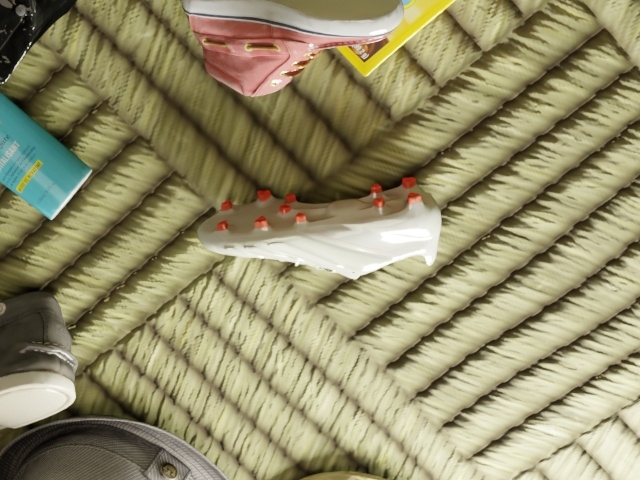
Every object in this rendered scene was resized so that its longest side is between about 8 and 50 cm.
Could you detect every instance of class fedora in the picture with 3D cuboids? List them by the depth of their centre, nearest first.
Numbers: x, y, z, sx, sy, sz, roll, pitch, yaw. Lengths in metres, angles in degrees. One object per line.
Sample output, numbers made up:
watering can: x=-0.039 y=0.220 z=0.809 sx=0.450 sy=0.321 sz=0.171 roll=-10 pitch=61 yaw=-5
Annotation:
fedora: x=-0.190 y=0.291 z=1.108 sx=0.244 sy=0.124 sz=0.275 roll=-37 pitch=101 yaw=20

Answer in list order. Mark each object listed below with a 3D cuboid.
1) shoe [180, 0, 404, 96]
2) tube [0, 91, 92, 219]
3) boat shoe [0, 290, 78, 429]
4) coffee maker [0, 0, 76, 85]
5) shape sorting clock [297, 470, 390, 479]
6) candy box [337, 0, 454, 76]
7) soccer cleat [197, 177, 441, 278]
shoe: x=-0.017 y=-0.149 z=0.891 sx=0.178 sy=0.063 sz=0.081 roll=11 pitch=137 yaw=27
tube: x=-0.278 y=-0.101 z=0.977 sx=0.207 sy=0.052 sz=0.080 roll=39 pitch=107 yaw=-8
boat shoe: x=-0.359 y=0.137 z=1.091 sx=0.335 sy=0.095 sz=0.112 roll=-19 pitch=150 yaw=18
coffee maker: x=-0.216 y=-0.182 z=0.850 sx=0.171 sy=0.178 sz=0.120 roll=-21 pitch=116 yaw=18
shape sorting clock: x=0.033 y=0.305 z=1.158 sx=0.206 sy=0.040 sz=0.206 roll=6 pitch=116 yaw=14
candy box: x=0.002 y=-0.226 z=0.893 sx=0.105 sy=0.027 sz=0.206 roll=-39 pitch=108 yaw=20
soccer cleat: x=0.000 y=0.000 z=0.991 sx=0.196 sy=0.068 sz=0.076 roll=-6 pitch=120 yaw=5
